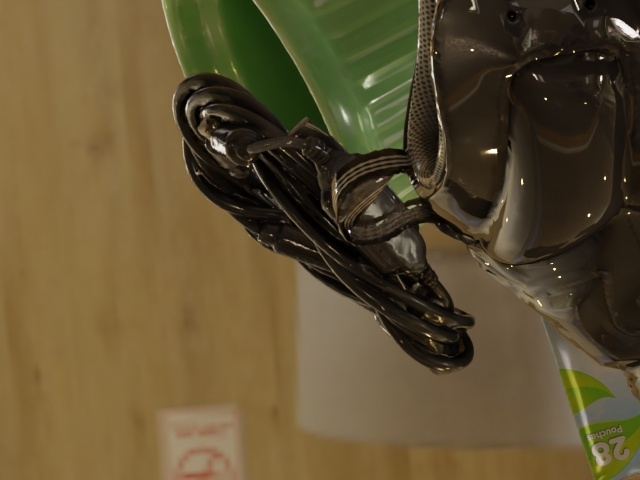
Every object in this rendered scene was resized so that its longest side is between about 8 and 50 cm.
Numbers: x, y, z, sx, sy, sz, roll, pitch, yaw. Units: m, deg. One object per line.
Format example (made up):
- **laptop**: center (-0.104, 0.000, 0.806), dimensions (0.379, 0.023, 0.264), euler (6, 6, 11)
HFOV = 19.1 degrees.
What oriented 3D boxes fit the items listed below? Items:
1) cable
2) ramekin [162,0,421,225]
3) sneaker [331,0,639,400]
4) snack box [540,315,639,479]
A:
- **cable**: center (0.000, 0.000, 0.875), dimensions (0.047, 0.184, 0.150), euler (-51, -148, -13)
- **ramekin**: center (0.011, -0.133, 1.504), dimensions (0.148, 0.303, 0.303), euler (-29, -169, -16)
- **sneaker**: center (0.107, -0.071, 0.424), dimensions (0.153, 0.268, 0.101), euler (22, -147, -16)
- **snack box**: center (0.212, 0.011, 0.950), dimensions (0.207, 0.174, 0.070), euler (-19, 171, 14)
